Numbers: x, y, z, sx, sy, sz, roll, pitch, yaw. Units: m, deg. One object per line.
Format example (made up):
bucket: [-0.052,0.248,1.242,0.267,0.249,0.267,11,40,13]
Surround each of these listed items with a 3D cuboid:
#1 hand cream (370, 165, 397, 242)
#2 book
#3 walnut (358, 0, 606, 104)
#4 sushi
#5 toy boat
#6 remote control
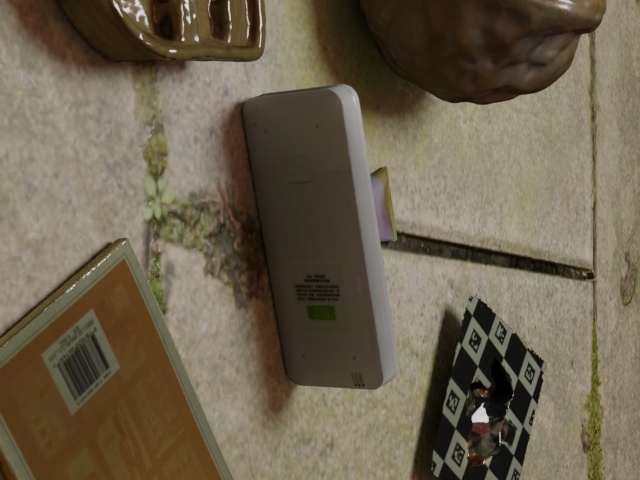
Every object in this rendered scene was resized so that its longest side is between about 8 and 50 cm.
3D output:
hand cream: [0.038,-0.026,1.045,0.174,0.047,0.076,-19,103,-66]
book: [-0.139,0.142,0.767,0.170,0.018,0.241,-47,127,-47]
walnut: [0.160,-0.258,1.076,0.273,0.227,0.273,-1,91,-55]
sushi: [0.174,0.190,1.250,0.193,0.040,0.210,42,56,-41]
toy boat: [-0.115,-0.180,0.785,0.188,0.061,0.116,-9,97,-58]
remote control: [0.000,0.000,0.920,0.034,0.103,0.250,-24,107,-54]
